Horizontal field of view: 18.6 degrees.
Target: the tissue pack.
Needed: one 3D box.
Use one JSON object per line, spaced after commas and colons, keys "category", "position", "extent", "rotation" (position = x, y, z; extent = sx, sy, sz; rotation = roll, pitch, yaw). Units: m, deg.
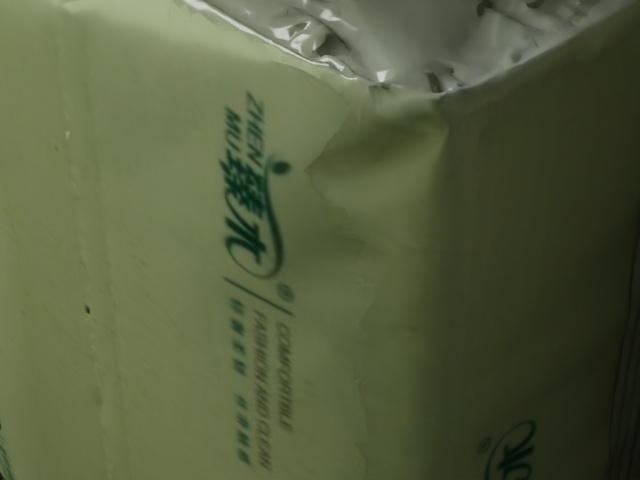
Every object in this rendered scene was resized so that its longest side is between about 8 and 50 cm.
{"category": "tissue pack", "position": [0.000, 0.000, 0.776], "extent": [0.297, 0.207, 0.380], "rotation": [33, 140, 36]}
